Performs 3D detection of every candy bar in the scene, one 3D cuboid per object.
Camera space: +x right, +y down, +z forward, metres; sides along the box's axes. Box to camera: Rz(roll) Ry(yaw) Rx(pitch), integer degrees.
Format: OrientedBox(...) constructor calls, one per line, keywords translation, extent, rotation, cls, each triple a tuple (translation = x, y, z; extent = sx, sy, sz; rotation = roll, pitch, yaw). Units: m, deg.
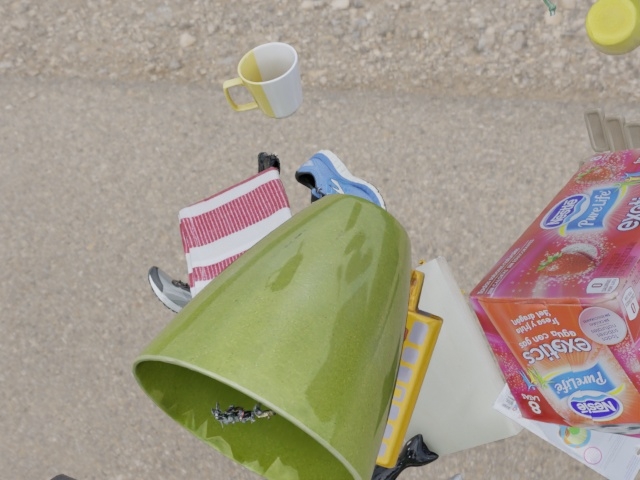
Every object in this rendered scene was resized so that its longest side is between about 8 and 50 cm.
OrientedBox(translation=(0.339, 0.110, 1.883), extent=(0.161, 0.040, 0.018), rotation=(40, 46, 24), cls="candy bar")

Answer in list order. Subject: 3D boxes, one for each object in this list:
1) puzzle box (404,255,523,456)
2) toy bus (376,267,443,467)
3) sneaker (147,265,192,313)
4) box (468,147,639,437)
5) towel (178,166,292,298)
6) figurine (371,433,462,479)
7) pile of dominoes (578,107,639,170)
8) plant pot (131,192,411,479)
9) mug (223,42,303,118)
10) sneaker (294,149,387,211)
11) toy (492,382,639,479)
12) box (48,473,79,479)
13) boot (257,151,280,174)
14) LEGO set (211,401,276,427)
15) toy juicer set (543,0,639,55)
OrientedBox(translation=(0.247, 0.271, 1.504), extent=(0.272, 0.052, 0.408), rotation=(-30, 78, 36), cls="puzzle box")
OrientedBox(translation=(0.123, 0.211, 1.171), extent=(0.130, 0.108, 0.332), rotation=(18, 91, 13), cls="toy bus")
OrientedBox(translation=(-0.324, 0.150, 1.713), extent=(0.272, 0.100, 0.108), rotation=(40, 98, -9), cls="sneaker")
OrientedBox(translation=(0.254, 0.028, 0.563), extent=(0.123, 0.128, 0.257), rotation=(-6, 27, 48), cls="box")
OrientedBox(translation=(-0.155, 0.020, 1.306), extent=(0.237, 0.037, 0.328), rotation=(-24, 55, 9), cls="towel")
OrientedBox(translation=(0.218, 0.558, 1.511), extent=(0.209, 0.215, 0.092), rotation=(-43, 8, 20), cls="figurine")
OrientedBox(translation=(0.435, -0.056, 0.835), extent=(0.040, 0.195, 0.251), rotation=(-24, 33, -21), cls="pile of dominoes")
OrientedBox(translation=(-0.013, 0.094, 0.760), extent=(0.275, 0.274, 0.293), rotation=(18, 57, 22), cls="plant pot")
OrientedBox(translation=(-0.054, -0.163, 0.699), extent=(0.078, 0.064, 0.062), rotation=(11, 60, 22), cls="mug")
OrientedBox(translation=(0.053, -0.111, 1.839), extent=(0.147, 0.129, 0.330), rotation=(-33, 56, -23), cls="sneaker")
OrientedBox(translation=(0.410, 0.270, 1.070), extent=(0.237, 0.056, 0.136), rotation=(31, 89, 5), cls="toy")
OrientedBox(translation=(-0.377, 0.637, 1.035), extent=(0.480, 0.472, 0.297), rotation=(15, 89, 13), cls="box")
OrientedBox(translation=(-0.147, -0.200, 1.949), extent=(0.045, 0.121, 0.099), rotation=(-15, 24, -25), cls="boot")
OrientedBox(translation=(-0.077, 0.172, 0.648), extent=(0.054, 0.083, 0.023), rotation=(-4, 87, -24), cls="LEGO set")
OrientedBox(translation=(0.334, -0.390, 0.724), extent=(0.209, 0.328, 0.090), rotation=(36, 28, 20), cls="toy juicer set")
